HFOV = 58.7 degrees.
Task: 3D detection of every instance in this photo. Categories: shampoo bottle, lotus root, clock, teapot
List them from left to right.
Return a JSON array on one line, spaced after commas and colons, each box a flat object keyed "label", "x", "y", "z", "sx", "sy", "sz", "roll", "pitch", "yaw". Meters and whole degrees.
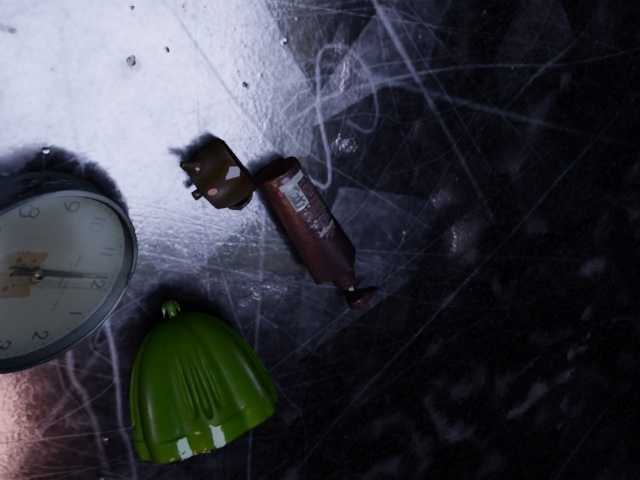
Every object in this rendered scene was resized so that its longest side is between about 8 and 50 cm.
[{"label": "clock", "x": -0.293, "y": 0.038, "z": 0.584, "sx": 0.226, "sy": 0.049, "sz": 0.226, "roll": -38, "pitch": 147, "yaw": -30}, {"label": "lotus root", "x": -0.158, "y": 0.152, "z": 0.695, "sx": 0.186, "sy": 0.186, "sz": 0.186, "roll": -7, "pitch": 110, "yaw": -21}, {"label": "teapot", "x": -0.120, "y": -0.069, "z": 0.677, "sx": 0.068, "sy": 0.076, "sz": 0.121, "roll": -36, "pitch": 148, "yaw": 3}, {"label": "shampoo bottle", "x": 0.001, "y": -0.002, "z": 0.753, "sx": 0.068, "sy": 0.067, "sz": 0.236, "roll": -27, "pitch": 119, "yaw": 8}]
